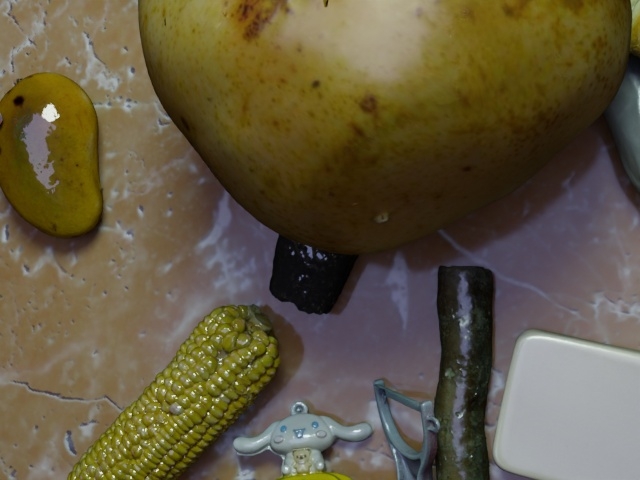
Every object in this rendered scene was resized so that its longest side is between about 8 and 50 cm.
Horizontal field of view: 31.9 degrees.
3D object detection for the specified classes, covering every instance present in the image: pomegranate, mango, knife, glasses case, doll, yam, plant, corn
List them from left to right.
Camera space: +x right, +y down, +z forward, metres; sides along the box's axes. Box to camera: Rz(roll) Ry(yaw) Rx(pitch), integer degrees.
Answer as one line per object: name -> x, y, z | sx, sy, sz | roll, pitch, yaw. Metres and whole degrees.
mango -> -0.292, -0.090, 1.195 | 0.115, 0.090, 0.178 | -4, 94, 5
corn -> -0.155, 0.184, 1.144 | 0.292, 0.101, 0.101 | -44, 79, 7
doll -> -0.009, 0.219, 1.135 | 0.135, 0.071, 0.113 | -29, 67, -5
plant -> 0.000, 0.000, 1.130 | 0.094, 0.092, 0.143 | 27, 98, 24
pomegranate -> 0.057, -0.183, 0.977 | 0.417, 0.417, 0.416 | -1, 86, 11
knife -> 0.087, 0.283, 1.096 | 0.053, 0.123, 0.277 | 0, 95, -19
yam -> 0.140, 0.151, 1.104 | 0.061, 0.061, 0.252 | 1, 87, 12
glasses case -> 0.338, 0.184, 1.052 | 0.337, 0.076, 0.143 | 13, 90, 12

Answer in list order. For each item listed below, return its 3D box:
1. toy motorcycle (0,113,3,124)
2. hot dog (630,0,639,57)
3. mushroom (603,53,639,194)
toy motorcycle -> -0.453, -0.196, 1.202 | 0.221, 0.148, 0.325 | -23, 70, 37
hot dog -> 0.404, -0.168, 1.021 | 0.286, 0.061, 0.087 | 10, 110, -9
mushroom -> 0.306, -0.142, 1.074 | 0.109, 0.097, 0.351 | -34, 76, 10
